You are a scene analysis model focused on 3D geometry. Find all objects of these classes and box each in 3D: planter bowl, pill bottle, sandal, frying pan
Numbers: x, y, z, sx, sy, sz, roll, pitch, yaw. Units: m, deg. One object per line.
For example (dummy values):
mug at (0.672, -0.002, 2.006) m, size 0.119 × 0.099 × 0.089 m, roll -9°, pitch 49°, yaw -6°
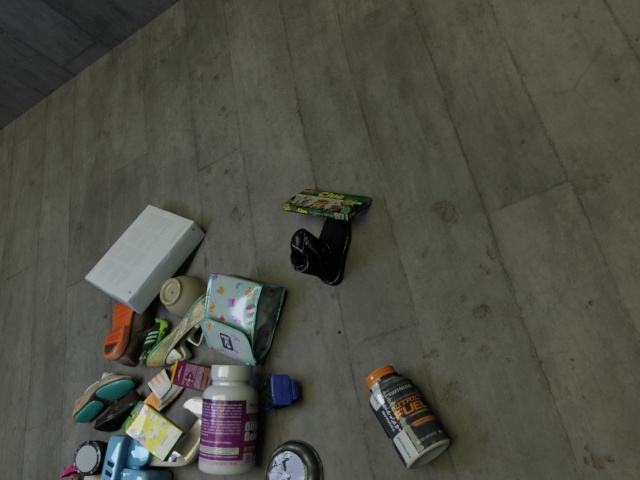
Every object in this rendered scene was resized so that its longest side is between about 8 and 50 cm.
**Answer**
planter bowl at (-0.500, 0.194, 2.034) m, size 0.162 × 0.109 × 0.162 m, roll -12°, pitch 66°, yaw 28°
pill bottle at (0.211, 0.443, 1.461) m, size 0.130 × 0.130 × 0.246 m, roll -42°, pitch 55°, yaw 12°
pill bottle at (-0.269, 0.522, 1.693) m, size 0.169 × 0.169 × 0.302 m, roll -5°, pitch 77°, yaw 31°
sandal at (-0.560, 0.525, 1.936) m, size 0.102 × 0.076 × 0.265 m, roll 30°, pitch 76°, yaw 40°
frying pan at (-0.101, 0.729, 1.604) m, size 0.197 × 0.053 × 0.326 m, roll 4°, pitch 71°, yaw 35°

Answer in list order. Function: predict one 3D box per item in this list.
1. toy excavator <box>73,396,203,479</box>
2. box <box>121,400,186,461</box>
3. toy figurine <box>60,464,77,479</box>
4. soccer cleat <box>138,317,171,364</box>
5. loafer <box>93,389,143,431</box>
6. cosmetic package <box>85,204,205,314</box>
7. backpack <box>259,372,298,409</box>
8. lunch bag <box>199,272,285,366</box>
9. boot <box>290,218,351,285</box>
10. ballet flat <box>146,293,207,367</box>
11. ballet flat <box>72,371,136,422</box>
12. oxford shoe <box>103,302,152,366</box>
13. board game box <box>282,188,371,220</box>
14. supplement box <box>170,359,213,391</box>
toy excavator at (-0.536, 0.709, 1.819) m, size 0.444 × 0.222 × 0.433 m, roll 1°, pitch 70°, yaw 18°
box at (-0.512, 0.581, 1.746) m, size 0.179 × 0.043 × 0.105 m, roll 31°, pitch 77°, yaw 16°
toy figurine at (-0.865, 0.878, 2.016) m, size 0.159 × 0.130 × 0.173 m, roll 34°, pitch 116°, yaw 51°
soccer cleat at (-0.607, 0.360, 2.039) m, size 0.072 × 0.060 × 0.179 m, roll 20°, pitch 58°, yaw 12°
loafer at (-0.716, 0.609, 2.035) m, size 0.220 × 0.080 × 0.078 m, roll -33°, pitch 47°, yaw 12°
cosmetic package at (-0.652, 0.060, 2.128) m, size 0.284 × 0.097 × 0.377 m, roll 18°, pitch 63°, yaw 38°
backpack at (-0.126, 0.457, 1.695) m, size 0.120 × 0.101 × 0.098 m, roll -43°, pitch 42°, yaw 52°
lunch bag at (-0.258, 0.251, 1.829) m, size 0.223 × 0.160 × 0.263 m, roll 12°, pitch 90°, yaw 31°
boot at (0.000, 0.000, 1.727) m, size 0.094 × 0.207 × 0.247 m, roll -5°, pitch 68°, yaw 31°
ballet flat at (-0.461, 0.339, 1.955) m, size 0.348 × 0.123 × 0.123 m, roll -48°, pitch 53°, yaw 8°
ballet flat at (-0.798, 0.549, 2.093) m, size 0.316 × 0.107 × 0.106 m, roll -35°, pitch 43°, yaw 16°
oxford shoe at (-0.687, 0.299, 2.116) m, size 0.129 × 0.132 × 0.364 m, roll -23°, pitch 42°, yaw 32°
board game box at (0.017, -0.117, 1.823) m, size 0.259 × 0.136 × 0.030 m, roll 10°, pitch 120°, yaw 35°
supplement box at (-0.380, 0.448, 1.857) m, size 0.188 × 0.104 × 0.081 m, roll 2°, pitch 73°, yaw 34°
